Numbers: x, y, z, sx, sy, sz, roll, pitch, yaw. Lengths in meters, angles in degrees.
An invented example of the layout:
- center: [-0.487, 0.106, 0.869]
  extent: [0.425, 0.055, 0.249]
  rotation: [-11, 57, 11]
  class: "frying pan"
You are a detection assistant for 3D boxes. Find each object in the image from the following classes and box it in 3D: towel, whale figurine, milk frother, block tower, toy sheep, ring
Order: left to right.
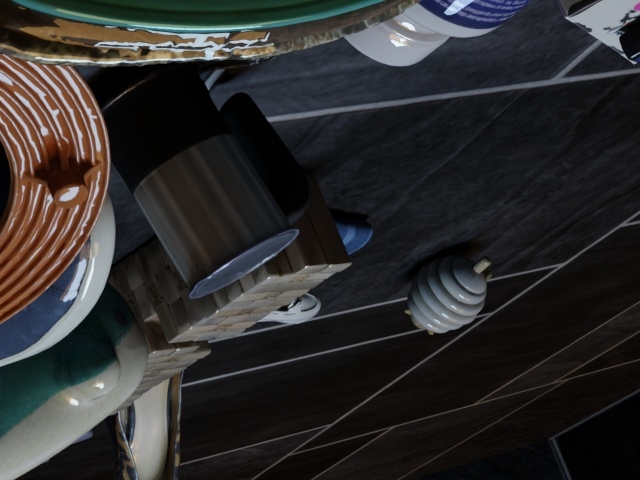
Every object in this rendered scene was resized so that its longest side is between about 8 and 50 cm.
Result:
- center: [-0.281, -0.011, 0.906]
  extent: [0.336, 0.032, 0.336]
  rotation: [-15, 143, -12]
  class: "ring"
- center: [-0.252, 0.108, 1.240]
  extent: [0.216, 0.141, 0.272]
  rotation: [-22, -166, 31]
  class: "whale figurine"
- center: [-0.130, 0.055, 1.419]
  extent: [0.335, 0.097, 0.091]
  rotation: [-35, 159, 36]
  class: "block tower"
- center: [-0.057, -0.060, 1.031]
  extent: [0.129, 0.135, 0.143]
  rotation: [-29, 172, -28]
  class: "milk frother"
- center: [0.000, 0.000, 1.513]
  extent: [0.067, 0.029, 0.119]
  rotation: [-29, 162, 25]
  class: "towel"
- center: [0.146, 0.056, 1.799]
  extent: [0.091, 0.091, 0.132]
  rotation: [-5, 144, -45]
  class: "toy sheep"

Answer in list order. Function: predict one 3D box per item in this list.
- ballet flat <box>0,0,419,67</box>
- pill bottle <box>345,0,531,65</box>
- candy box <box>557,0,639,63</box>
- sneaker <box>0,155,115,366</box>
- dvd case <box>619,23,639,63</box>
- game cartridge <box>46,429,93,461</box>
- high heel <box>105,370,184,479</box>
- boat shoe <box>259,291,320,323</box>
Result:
- center: [-0.179, -0.142, 0.632]
  extent: [0.482, 0.164, 0.182]
  rotation: [-6, -179, -29]
  class: "ballet flat"
- center: [0.084, -0.176, 0.870]
  extent: [0.112, 0.112, 0.186]
  rotation: [-8, 159, -40]
  class: "pill bottle"
- center: [0.259, -0.206, 1.073]
  extent: [0.196, 0.070, 0.165]
  rotation: [-28, 164, 22]
  class: "candy box"
- center: [-0.290, 0.044, 1.092]
  extent: [0.350, 0.131, 0.148]
  rotation: [-31, 166, 33]
  class: "sneaker"
- center: [0.344, -0.183, 1.093]
  extent: [0.253, 0.022, 0.180]
  rotation: [-30, 163, 28]
  class: "dvd case"
- center: [-0.429, 0.237, 1.712]
  extent: [0.355, 0.068, 0.230]
  rotation: [-20, 160, -3]
  class: "game cartridge"
- center: [-0.164, 0.193, 1.655]
  extent: [0.093, 0.186, 0.261]
  rotation: [-14, 163, -25]
  class: "high heel"
- center: [-0.034, 0.065, 1.684]
  extent: [0.100, 0.035, 0.035]
  rotation: [2, 156, -40]
  class: "boat shoe"
